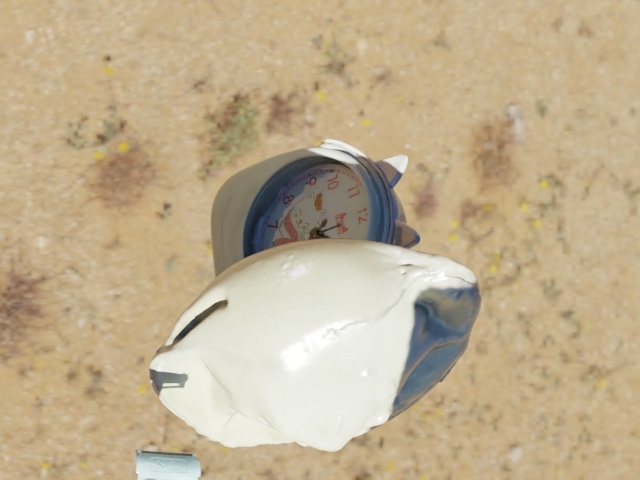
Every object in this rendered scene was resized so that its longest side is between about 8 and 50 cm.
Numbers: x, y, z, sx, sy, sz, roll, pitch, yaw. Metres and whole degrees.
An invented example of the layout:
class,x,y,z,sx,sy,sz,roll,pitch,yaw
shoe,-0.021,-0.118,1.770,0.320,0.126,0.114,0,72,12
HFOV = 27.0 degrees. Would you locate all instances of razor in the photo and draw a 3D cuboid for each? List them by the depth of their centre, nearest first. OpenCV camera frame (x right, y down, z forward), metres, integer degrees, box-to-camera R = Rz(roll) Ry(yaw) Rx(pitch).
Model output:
class,x,y,z,sx,sy,sz,roll,pitch,yaw
razor,-0.176,0.266,1.405,0.068,0.135,0.040,8,52,-18

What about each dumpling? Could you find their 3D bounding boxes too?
class,x,y,z,sx,sy,sz,roll,pitch,yaw
dumpling,0.011,0.136,1.605,0.315,0.395,0.233,59,9,-49

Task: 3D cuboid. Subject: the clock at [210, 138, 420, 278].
class,x,y,z,sx,sy,sz,roll,pitch,yaw
clock,0.000,0.000,1.860,0.108,0.324,0.265,28,49,-51
